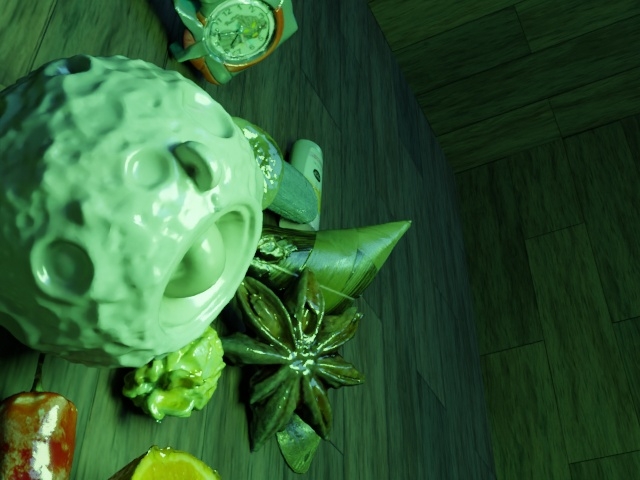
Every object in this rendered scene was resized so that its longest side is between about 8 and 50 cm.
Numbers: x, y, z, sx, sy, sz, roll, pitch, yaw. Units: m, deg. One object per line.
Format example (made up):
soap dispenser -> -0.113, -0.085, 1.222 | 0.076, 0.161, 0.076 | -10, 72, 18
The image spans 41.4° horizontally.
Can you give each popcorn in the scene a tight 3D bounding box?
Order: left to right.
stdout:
popcorn -> -0.190, 0.172, 1.132 | 0.162, 0.141, 0.135 | 33, -18, 53

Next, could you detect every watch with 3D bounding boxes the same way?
watch -> -0.207, -0.477, 1.564 | 0.305, 0.241, 0.274 | 50, 13, -42

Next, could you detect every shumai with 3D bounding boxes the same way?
shumai -> -0.172, -0.124, 1.475 | 0.120, 0.201, 0.201 | -8, -79, 68

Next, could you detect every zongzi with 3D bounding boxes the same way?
zongzi -> 0.000, 0.000, 1.544 | 0.154, 0.317, 0.289 | 35, -10, 44

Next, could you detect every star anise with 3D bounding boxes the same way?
star anise -> -0.056, 0.200, 1.406 | 0.108, 0.315, 0.315 | 6, -60, 65

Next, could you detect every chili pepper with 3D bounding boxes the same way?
chili pepper -> -0.301, 0.197, 0.892 | 0.086, 0.084, 0.192 | 105, -16, -60

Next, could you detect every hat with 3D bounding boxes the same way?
hat -> -0.021, 0.343, 1.536 | 0.146, 0.067, 0.146 | 52, 28, -44

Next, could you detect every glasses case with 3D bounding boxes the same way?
glasses case -> -0.101, -0.120, 1.665 | 0.282, 0.067, 0.109 | 31, 44, -46

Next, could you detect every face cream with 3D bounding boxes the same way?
face cream -> -0.039, -0.107, 1.867 | 0.107, 0.073, 0.269 | 45, 33, -33

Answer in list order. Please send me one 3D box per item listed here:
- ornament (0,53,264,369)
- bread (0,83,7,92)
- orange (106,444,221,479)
ornament -> -0.234, -0.038, 0.920 | 0.337, 0.337, 0.337 | 53, 27, -43
bread -> -0.370, -0.138, 1.026 | 0.082, 0.056, 0.115 | 56, 10, 23
orange -> -0.143, 0.398, 0.904 | 0.310, 0.274, 0.274 | 37, 21, 4
